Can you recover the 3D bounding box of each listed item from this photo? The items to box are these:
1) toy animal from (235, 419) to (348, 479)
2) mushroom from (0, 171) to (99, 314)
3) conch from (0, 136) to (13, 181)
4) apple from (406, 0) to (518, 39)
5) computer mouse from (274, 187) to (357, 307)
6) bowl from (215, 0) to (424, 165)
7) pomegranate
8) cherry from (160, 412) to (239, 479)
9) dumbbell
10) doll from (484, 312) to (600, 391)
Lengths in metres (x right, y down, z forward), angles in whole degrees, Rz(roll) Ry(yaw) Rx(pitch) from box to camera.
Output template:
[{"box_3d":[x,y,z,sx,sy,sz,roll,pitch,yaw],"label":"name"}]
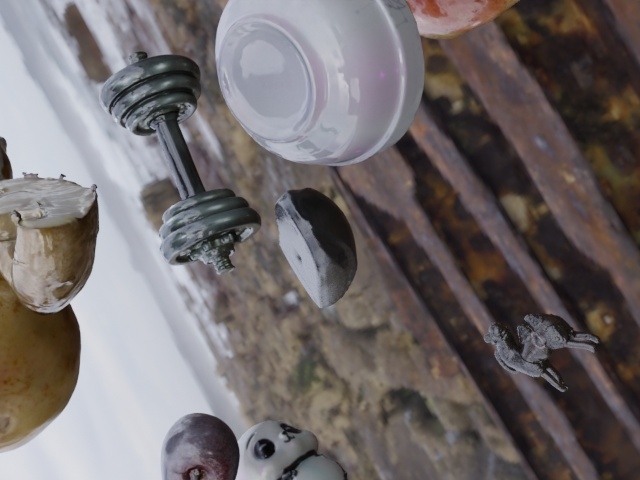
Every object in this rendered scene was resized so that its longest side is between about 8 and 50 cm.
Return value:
[{"box_3d":[-0.060,0.361,1.699,0.179,0.166,0.138,51,126,16],"label":"toy animal"},{"box_3d":[-0.333,0.014,1.301,0.286,0.156,0.151,24,123,61],"label":"mushroom"},{"box_3d":[-0.543,-0.105,1.641,0.183,0.148,0.275,30,-175,4],"label":"conch"},{"box_3d":[0.205,-0.438,1.583,0.251,0.293,0.163,57,179,-2],"label":"apple"},{"box_3d":[0.000,0.000,1.623,0.137,0.086,0.269,58,169,18],"label":"computer mouse"},{"box_3d":[-0.024,-0.218,1.398,0.287,0.144,0.287,19,124,32],"label":"bowl"},{"box_3d":[-0.521,0.158,1.592,0.338,0.338,0.338,59,172,14],"label":"pomegranate"},{"box_3d":[-0.179,0.329,1.558,0.148,0.115,0.188,26,113,40],"label":"cherry"},{"box_3d":[-0.232,-0.132,1.848,0.179,0.179,0.406,98,149,-77],"label":"dumbbell"},{"box_3d":[0.357,0.175,1.836,0.165,0.057,0.139,30,123,7],"label":"doll"}]
